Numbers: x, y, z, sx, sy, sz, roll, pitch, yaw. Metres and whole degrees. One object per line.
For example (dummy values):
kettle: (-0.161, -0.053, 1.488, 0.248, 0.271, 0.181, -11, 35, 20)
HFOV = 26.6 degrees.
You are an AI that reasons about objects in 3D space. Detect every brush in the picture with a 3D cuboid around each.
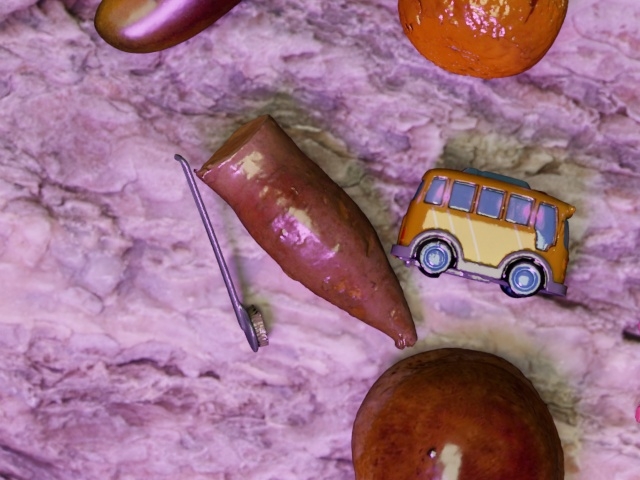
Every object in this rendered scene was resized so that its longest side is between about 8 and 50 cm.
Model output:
brush: (-0.117, 0.014, 1.625, 0.027, 0.062, 0.266, -24, 108, -11)

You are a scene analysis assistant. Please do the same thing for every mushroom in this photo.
mushroom: (0.154, 0.276, 1.579, 0.263, 0.195, 0.283, 27, 98, -2)

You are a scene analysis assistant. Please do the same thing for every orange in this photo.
orange: (0.186, -0.271, 1.525, 0.193, 0.193, 0.161, 18, 79, 4)

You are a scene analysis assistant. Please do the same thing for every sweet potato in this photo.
sweet potato: (0.002, -0.002, 1.601, 0.131, 0.131, 0.337, -44, 89, 8)

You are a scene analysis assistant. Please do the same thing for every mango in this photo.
mango: (-0.152, -0.321, 1.595, 0.267, 0.111, 0.133, -36, 107, 7)

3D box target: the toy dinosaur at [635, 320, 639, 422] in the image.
toy dinosaur: (0.451, 0.117, 1.602, 0.139, 0.070, 0.286, 0, 92, -4)

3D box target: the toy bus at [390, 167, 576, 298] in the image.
toy bus: (0.196, -0.010, 1.583, 0.209, 0.126, 0.136, 14, 88, 5)
